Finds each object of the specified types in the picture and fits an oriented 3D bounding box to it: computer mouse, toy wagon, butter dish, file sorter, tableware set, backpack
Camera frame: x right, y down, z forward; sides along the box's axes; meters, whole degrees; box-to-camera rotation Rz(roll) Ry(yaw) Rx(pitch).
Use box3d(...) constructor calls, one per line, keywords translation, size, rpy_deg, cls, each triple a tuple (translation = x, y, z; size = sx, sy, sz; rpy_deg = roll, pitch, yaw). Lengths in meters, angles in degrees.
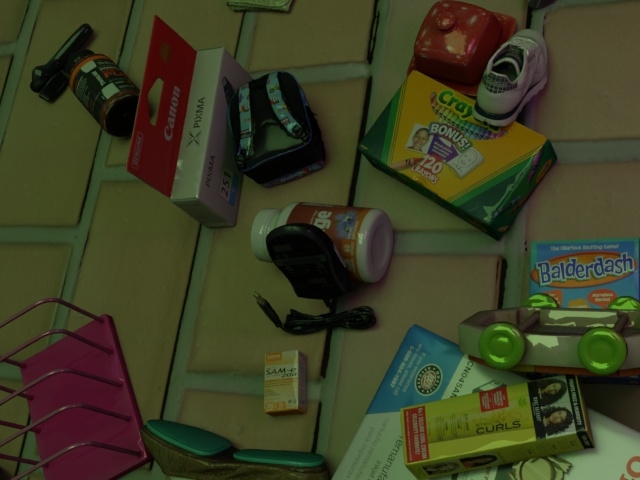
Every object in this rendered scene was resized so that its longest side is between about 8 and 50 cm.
box3d(translation=(-0.035, 0.054, 1.518), size=(0.184, 0.262, 0.060), rpy_deg=(-10, 46, 27), cls="computer mouse")
box3d(translation=(0.357, 0.122, 1.236), size=(0.344, 0.267, 0.068), rpy_deg=(1, 96, 24), cls="toy wagon")
box3d(translation=(0.223, -0.342, 1.618), size=(0.159, 0.118, 0.160), rpy_deg=(20, 80, 30), cls="butter dish")
box3d(translation=(-0.454, 0.273, 1.648), size=(0.202, 0.182, 0.291), rpy_deg=(-30, 61, 12), cls="file sorter")
box3d(translation=(0.261, 0.346, 1.189), size=(0.169, 0.020, 0.141), rpy_deg=(-45, 60, 2), cls="tableware set")
box3d(translation=(-0.080, -0.201, 1.702), size=(0.158, 0.117, 0.173), rpy_deg=(-22, 63, 16), cls="backpack")

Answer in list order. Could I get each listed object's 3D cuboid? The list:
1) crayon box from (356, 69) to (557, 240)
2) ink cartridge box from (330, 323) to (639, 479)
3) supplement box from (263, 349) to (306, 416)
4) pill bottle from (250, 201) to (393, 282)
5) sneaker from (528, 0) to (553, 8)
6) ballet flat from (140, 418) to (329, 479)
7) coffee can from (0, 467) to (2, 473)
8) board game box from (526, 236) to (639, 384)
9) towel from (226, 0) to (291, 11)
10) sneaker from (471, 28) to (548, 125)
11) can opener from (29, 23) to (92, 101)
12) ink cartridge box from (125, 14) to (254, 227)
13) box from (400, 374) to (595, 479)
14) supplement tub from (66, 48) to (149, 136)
box3d(translation=(0.218, -0.141, 1.562), size=(0.278, 0.081, 0.165), rpy_deg=(34, 86, 31), cls="crayon box")
box3d(translation=(0.248, 0.331, 1.310), size=(0.394, 0.166, 0.286), rpy_deg=(24, 82, 29), cls="ink cartridge box")
box3d(translation=(-0.057, 0.232, 1.566), size=(0.062, 0.036, 0.099), rpy_deg=(-10, 66, 20), cls="supplement box")
box3d(translation=(0.000, 0.000, 1.583), size=(0.216, 0.121, 0.121), rpy_deg=(6, 72, 27), cls="pill bottle")
box3d(translation=(0.410, -0.449, 1.613), size=(0.152, 0.053, 0.061), rpy_deg=(-23, 59, 16), cls="sneaker")
box3d(translation=(-0.146, 0.374, 1.524), size=(0.342, 0.116, 0.124), rpy_deg=(7, 92, 23), cls="ballet flat")
box3d(translation=(-0.704, 0.489, 1.665), size=(0.201, 0.201, 0.275), rpy_deg=(18, 78, 29), cls="coffee can")
box3d(translation=(0.386, 0.102, 1.407), size=(0.160, 0.047, 0.210), rpy_deg=(-3, 68, 23), cls="board game box")
box3d(translation=(-0.109, -0.498, 1.886), size=(0.148, 0.027, 0.110), rpy_deg=(9, 73, 27), cls="towel")
box3d(translation=(0.310, -0.278, 1.523), size=(0.090, 0.095, 0.235), rpy_deg=(15, 46, 18), cls="sneaker")
box3d(translation=(-0.543, -0.381, 2.032), size=(0.186, 0.073, 0.059), rpy_deg=(-55, 20, -7), cls="can opener")
box3d(translation=(-0.215, -0.204, 1.681), size=(0.066, 0.261, 0.297), rpy_deg=(-2, 69, 25), cls="ink cartridge box")
box3d(translation=(0.220, 0.235, 1.220), size=(0.232, 0.058, 0.087), rpy_deg=(-15, 51, 19), cls="box")
box3d(translation=(-0.428, -0.298, 1.908), size=(0.106, 0.106, 0.198), rpy_deg=(-45, 59, 2), cls="supplement tub")
